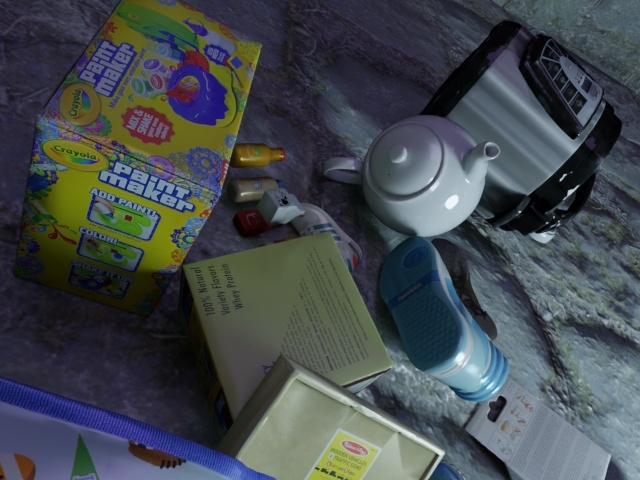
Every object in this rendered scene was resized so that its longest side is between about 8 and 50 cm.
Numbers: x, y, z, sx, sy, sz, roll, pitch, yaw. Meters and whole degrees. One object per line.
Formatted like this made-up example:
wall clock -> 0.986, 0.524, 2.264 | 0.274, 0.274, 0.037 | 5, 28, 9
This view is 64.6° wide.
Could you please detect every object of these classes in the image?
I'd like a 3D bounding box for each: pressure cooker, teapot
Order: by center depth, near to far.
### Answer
teapot -> 0.169, -0.132, 0.947 | 0.187, 0.256, 0.252 | 20, 29, -56
pressure cooker -> 0.446, -0.231, 1.154 | 0.420, 0.370, 0.375 | 41, 11, -2

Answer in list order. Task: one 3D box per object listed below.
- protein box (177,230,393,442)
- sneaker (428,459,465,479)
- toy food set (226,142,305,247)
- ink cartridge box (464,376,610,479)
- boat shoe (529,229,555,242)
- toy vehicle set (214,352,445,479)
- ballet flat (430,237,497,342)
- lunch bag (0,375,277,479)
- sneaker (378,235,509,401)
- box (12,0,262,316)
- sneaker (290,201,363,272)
protein box -> -0.055, 0.122, 0.653 | 0.201, 0.136, 0.199 | -14, 65, -25
sneaker -> 0.175, 0.384, 0.695 | 0.073, 0.063, 0.162 | 1, 56, -31
toy food set -> -0.069, -0.051, 0.826 | 0.105, 0.111, 0.232 | -11, 56, -41
ink cartridge box -> 0.368, 0.361, 0.873 | 0.225, 0.056, 0.181 | 36, 40, 21
boat shoe -> 0.576, -0.147, 1.353 | 0.121, 0.119, 0.335 | 21, 47, -20
toy vehicle set -> 0.011, 0.256, 0.568 | 0.267, 0.035, 0.166 | 38, 85, -31
ballet flat -> 0.271, 0.103, 0.997 | 0.084, 0.058, 0.249 | -9, 54, -15
lunch bag -> -0.246, 0.274, 0.340 | 0.386, 0.239, 0.327 | 21, 57, -9
sneaker -> 0.216, 0.144, 0.889 | 0.208, 0.127, 0.319 | 43, 24, -28
box -> -0.227, -0.109, 0.643 | 0.177, 0.279, 0.289 | 22, 47, -19
sneaker -> 0.000, 0.000, 0.876 | 0.161, 0.057, 0.075 | 41, 38, -4
